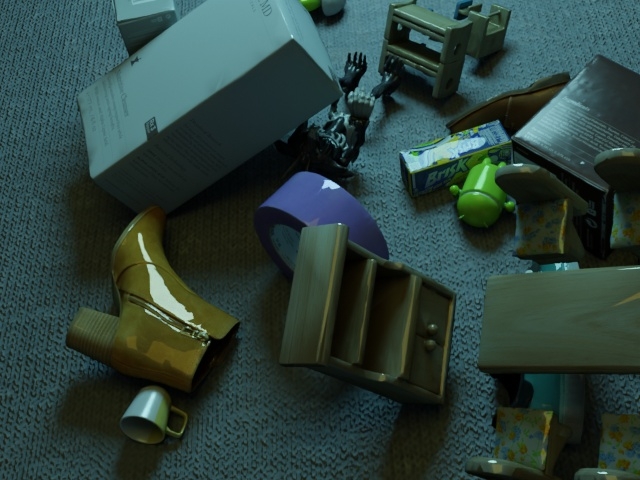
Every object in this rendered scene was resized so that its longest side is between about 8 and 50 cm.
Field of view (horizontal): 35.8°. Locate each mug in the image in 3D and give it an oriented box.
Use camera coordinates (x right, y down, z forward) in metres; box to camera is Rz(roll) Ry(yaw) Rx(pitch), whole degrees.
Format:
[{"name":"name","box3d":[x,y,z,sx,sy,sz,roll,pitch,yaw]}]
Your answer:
[{"name":"mug","box3d":[-0.226,0.236,1.340,0.062,0.078,0.064,-24,33,33]}]

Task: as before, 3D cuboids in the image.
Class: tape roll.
[{"name":"tape roll","box3d":[0.000,0.000,1.398,0.189,0.189,0.080,30,62,29]}]

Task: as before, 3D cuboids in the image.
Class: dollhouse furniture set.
[{"name":"dollhouse furniture set","box3d":[0.190,0.087,1.134,0.394,0.256,0.362,-6,67,40]},{"name":"dollhouse furniture set","box3d":[0.212,-0.339,1.698,0.129,0.129,0.183,31,38,30]}]

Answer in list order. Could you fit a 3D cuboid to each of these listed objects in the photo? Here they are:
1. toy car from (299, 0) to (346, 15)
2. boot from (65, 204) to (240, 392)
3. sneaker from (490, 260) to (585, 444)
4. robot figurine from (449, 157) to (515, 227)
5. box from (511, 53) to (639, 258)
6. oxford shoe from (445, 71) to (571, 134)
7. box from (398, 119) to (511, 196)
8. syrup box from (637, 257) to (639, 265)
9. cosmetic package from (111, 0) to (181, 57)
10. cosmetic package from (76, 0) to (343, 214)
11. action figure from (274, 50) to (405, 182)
[{"name":"toy car","box3d":[-0.025,-0.508,1.843,0.159,0.136,0.182,8,53,15]},{"name":"boot","box3d":[-0.213,0.084,1.439,0.211,0.104,0.295,17,48,7]},{"name":"sneaker","box3d":[0.280,0.121,1.306,0.121,0.108,0.302,3,53,6]},{"name":"robot figurine","box3d":[0.246,-0.069,1.490,0.101,0.067,0.115,18,56,12]},{"name":"box","box3d":[0.405,-0.122,1.432,0.203,0.168,0.167,-43,56,-16]},{"name":"oxford shoe","box3d":[0.307,-0.202,1.592,0.212,0.076,0.076,-18,90,8]},{"name":"box","box3d":[0.210,-0.127,1.548,0.169,0.059,0.054,-17,50,-5]},{"name":"syrup box","box3d":[0.479,0.048,1.340,0.096,0.093,0.237,6,53,15]},{"name":"cosmetic package","box3d":[-0.270,-0.318,1.669,0.107,0.238,0.127,-14,48,-6]},{"name":"cosmetic package","box3d":[-0.177,-0.228,1.545,0.385,0.156,0.217,-35,49,15]},{"name":"action figure","box3d":[0.021,-0.205,1.593,0.164,0.141,0.276,20,54,22]}]
